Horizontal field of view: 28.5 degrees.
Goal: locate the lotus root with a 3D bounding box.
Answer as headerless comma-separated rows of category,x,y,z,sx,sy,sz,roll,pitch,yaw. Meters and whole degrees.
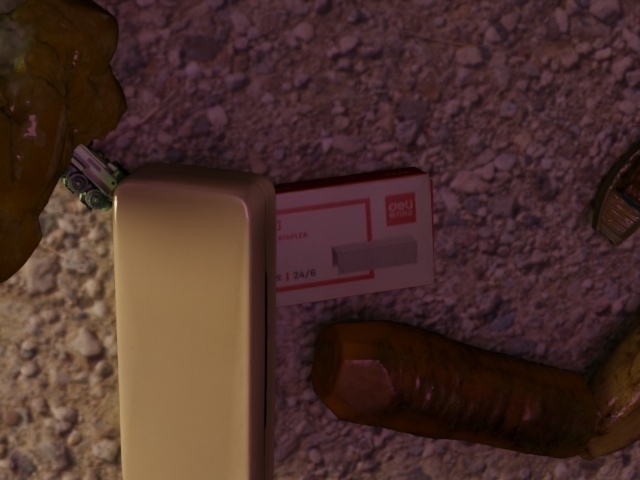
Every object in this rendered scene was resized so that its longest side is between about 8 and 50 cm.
lotus root,0.367,0.138,1.376,0.258,0.097,0.110,-40,129,4

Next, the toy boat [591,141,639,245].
toy boat,0.352,-0.070,1.332,0.065,0.066,0.172,40,91,-18

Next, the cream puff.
cream puff,-0.311,-0.111,1.052,0.323,0.270,0.274,46,128,14

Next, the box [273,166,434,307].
box,0.000,0.000,1.261,0.229,0.050,0.123,-7,106,-13

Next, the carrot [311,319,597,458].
carrot,0.137,0.155,1.314,0.302,0.114,0.114,15,101,-22

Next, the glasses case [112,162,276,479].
glasses case,-0.118,0.098,1.205,0.144,0.076,0.336,8,110,16

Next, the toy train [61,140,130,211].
toy train,-0.221,-0.066,1.192,0.053,0.033,0.083,-46,111,-5
